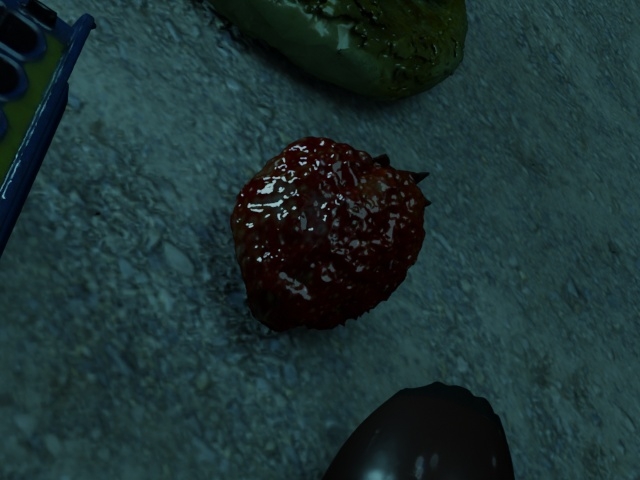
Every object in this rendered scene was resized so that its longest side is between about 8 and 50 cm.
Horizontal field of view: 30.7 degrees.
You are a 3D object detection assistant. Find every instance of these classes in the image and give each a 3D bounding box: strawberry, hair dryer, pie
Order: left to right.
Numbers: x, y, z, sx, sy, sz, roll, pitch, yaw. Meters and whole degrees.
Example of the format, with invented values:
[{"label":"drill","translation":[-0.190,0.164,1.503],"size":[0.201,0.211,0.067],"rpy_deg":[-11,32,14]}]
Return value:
[{"label":"strawberry","translation":[0.003,-0.006,0.811],"size":[0.131,0.131,0.148],"rpy_deg":[52,29,1]},{"label":"pie","translation":[0.018,-0.259,1.075],"size":[0.296,0.078,0.371],"rpy_deg":[50,36,-5]},{"label":"hair dryer","translation":[0.105,0.289,0.718],"size":[0.340,0.123,0.313],"rpy_deg":[44,47,-28]}]

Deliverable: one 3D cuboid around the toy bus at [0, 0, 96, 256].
[{"label":"toy bus","translation":[-0.237,-0.035,0.569],"size":[0.175,0.138,0.288],"rpy_deg":[33,41,-22]}]
